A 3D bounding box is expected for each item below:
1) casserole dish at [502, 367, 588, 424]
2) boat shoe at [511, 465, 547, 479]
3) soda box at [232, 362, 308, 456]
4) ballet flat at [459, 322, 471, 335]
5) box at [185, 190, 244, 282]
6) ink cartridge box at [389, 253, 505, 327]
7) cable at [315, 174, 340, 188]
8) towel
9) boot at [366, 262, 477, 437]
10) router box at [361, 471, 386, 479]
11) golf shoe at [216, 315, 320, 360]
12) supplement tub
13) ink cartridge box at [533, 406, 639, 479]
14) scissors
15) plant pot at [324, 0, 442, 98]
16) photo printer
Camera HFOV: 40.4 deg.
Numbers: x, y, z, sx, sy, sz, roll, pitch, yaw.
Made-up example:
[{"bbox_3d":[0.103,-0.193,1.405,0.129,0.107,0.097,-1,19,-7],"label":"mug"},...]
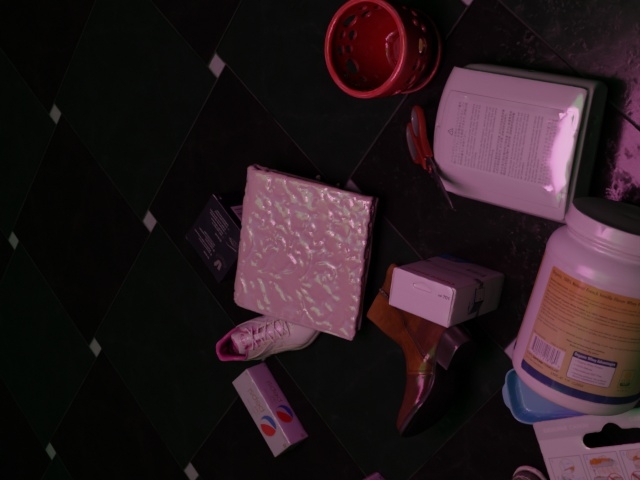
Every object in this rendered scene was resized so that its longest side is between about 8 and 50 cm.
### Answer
[{"bbox_3d":[0.436,0.290,1.650,0.188,0.037,0.114,-10,92,40],"label":"casserole dish"},{"bbox_3d":[0.406,0.598,1.699,0.109,0.091,0.305,1,99,40],"label":"boat shoe"},{"bbox_3d":[-0.124,0.412,2.126,0.074,0.069,0.216,-45,70,36],"label":"soda box"},{"bbox_3d":[0.257,0.236,1.791,0.168,0.057,0.052,-58,34,28],"label":"ballet flat"},{"bbox_3d":[-0.223,-0.010,2.111,0.156,0.093,0.158,52,125,20],"label":"box"},{"bbox_3d":[0.244,0.092,1.672,0.139,0.190,0.082,21,111,36],"label":"ink cartridge box"},{"bbox_3d":[0.000,0.000,1.960,0.139,0.072,0.287,12,114,24],"label":"cable"},{"bbox_3d":[-0.039,0.024,1.905,0.316,0.053,0.332,15,108,23],"label":"towel"},{"bbox_3d":[0.166,0.225,1.781,0.280,0.096,0.264,45,124,45],"label":"boot"},{"bbox_3d":[0.155,0.746,1.947,0.335,0.082,0.301,43,123,26],"label":"router box"},{"bbox_3d":[-0.121,0.224,2.042,0.306,0.140,0.115,-29,79,38],"label":"golf shoe"},{"bbox_3d":[0.469,0.106,1.459,0.228,0.228,0.316,27,115,33],"label":"supplement tub"},{"bbox_3d":[0.578,0.472,1.524,0.308,0.091,0.385,-21,87,42],"label":"ink cartridge box"},{"bbox_3d":[0.209,-0.140,1.663,0.109,0.021,0.297,99,163,-49],"label":"scissors"},{"bbox_3d":[0.132,-0.373,1.686,0.191,0.174,0.191,10,105,39],"label":"plant pot"},{"bbox_3d":[0.347,-0.185,1.586,0.307,0.107,0.256,18,110,37],"label":"photo printer"}]
